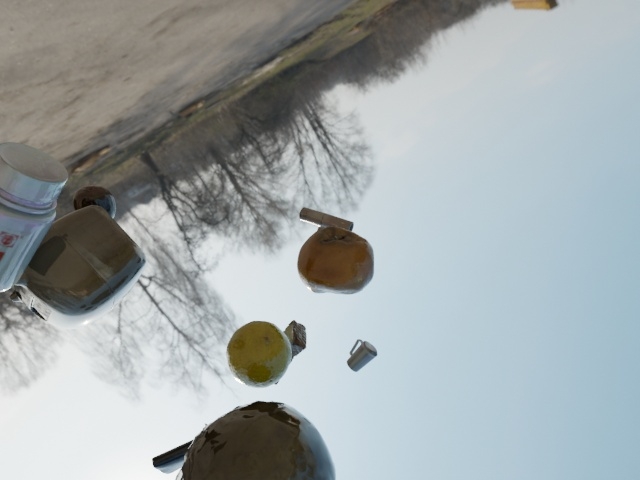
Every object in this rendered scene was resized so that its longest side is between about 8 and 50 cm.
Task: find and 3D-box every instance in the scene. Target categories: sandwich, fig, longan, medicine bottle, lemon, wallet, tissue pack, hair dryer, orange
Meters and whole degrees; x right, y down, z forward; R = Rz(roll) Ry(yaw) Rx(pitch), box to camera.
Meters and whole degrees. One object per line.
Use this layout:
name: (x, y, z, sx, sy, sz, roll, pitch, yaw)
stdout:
sandwich: (-0.136, 0.424, 1.933, 0.214, 0.065, 0.186, -54, -168, 13)
fig: (-0.647, -0.083, 1.451, 0.109, 0.154, 0.103, -7, -149, -15)
longan: (-0.153, 0.561, 1.141, 0.391, 0.391, 0.391, -28, -163, 9)
medicine bottle: (-0.657, -0.046, 1.044, 0.293, 0.170, 0.170, -52, -168, 15)
lemon: (-0.167, 0.310, 1.360, 0.178, 0.178, 0.203, -43, 165, -34)
wallet: (-0.380, 0.649, 1.553, 0.250, 0.149, 0.044, -21, -122, -11)
tissue pack: (-0.665, 0.094, 1.365, 0.277, 0.267, 0.387, -50, -167, -32)
hair dryer: (0.011, 0.006, 1.822, 0.195, 0.220, 0.054, 17, -154, 19)
orange: (0.051, 0.063, 1.552, 0.249, 0.183, 0.249, -6, -143, 4)

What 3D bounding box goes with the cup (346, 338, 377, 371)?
cup: (0.156, 0.444, 1.971, 0.116, 0.074, 0.104, -48, -132, 20)
